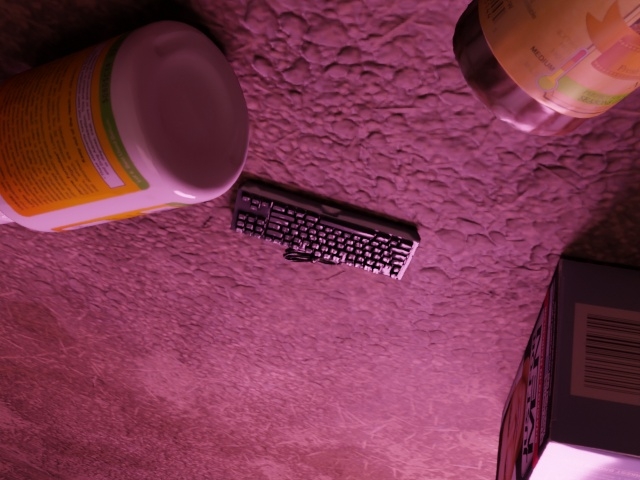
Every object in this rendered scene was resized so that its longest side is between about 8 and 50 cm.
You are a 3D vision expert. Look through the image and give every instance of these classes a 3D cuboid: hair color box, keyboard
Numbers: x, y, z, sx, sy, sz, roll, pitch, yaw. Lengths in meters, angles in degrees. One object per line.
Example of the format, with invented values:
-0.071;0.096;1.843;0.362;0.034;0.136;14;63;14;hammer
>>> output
0.262;0.201;0.878;0.113;0.185;0.374;9;147;9;hair color box
0.000;0.000;0.832;0.180;0.023;0.108;17;148;-2;keyboard

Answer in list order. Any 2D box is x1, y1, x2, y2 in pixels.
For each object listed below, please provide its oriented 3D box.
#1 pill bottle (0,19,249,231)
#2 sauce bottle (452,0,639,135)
-0.192;-0.080;0.681;0.245;0.136;0.136;-9;140;33;pill bottle
0.200;-0.175;0.403;0.111;0.111;0.344;25;147;-15;sauce bottle
